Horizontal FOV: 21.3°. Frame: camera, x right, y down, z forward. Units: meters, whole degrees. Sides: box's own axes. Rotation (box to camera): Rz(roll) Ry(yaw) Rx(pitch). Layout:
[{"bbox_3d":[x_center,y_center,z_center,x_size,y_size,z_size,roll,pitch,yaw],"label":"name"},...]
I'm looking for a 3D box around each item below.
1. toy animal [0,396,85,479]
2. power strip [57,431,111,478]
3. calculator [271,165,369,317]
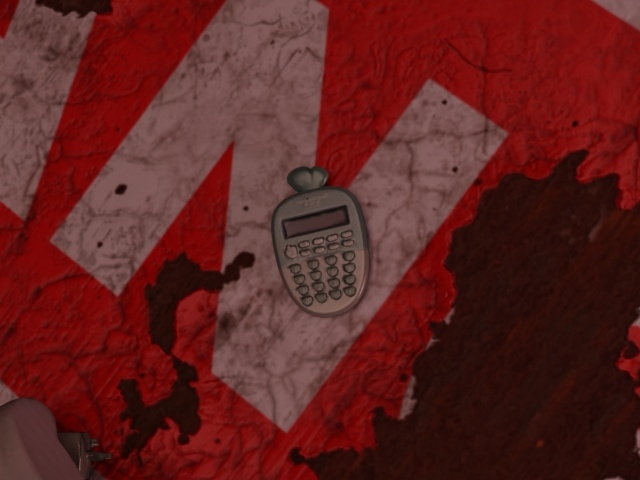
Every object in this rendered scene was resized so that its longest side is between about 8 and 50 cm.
[{"bbox_3d":[-0.378,0.311,1.602,0.367,0.241,0.196,-34,84,16],"label":"toy animal"},{"bbox_3d":[-0.298,0.215,1.713,0.191,0.030,0.048,-1,80,17],"label":"power strip"},{"bbox_3d":[0.000,0.000,1.671,0.095,0.021,0.153,-14,76,13],"label":"calculator"}]
